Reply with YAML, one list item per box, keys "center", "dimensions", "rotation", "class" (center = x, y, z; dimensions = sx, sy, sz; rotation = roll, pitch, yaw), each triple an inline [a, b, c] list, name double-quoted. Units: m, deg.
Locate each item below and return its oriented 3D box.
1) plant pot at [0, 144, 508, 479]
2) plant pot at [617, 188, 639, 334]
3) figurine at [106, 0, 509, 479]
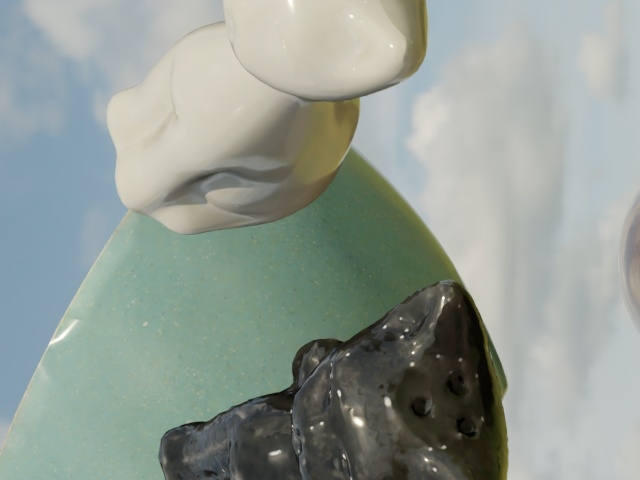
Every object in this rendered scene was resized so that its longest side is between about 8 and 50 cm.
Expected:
- center: [-0.017, 0.088, 0.998]
  dimensions: [0.290, 0.195, 0.290]
  rotation: [-58, -8, -13]
  class: "plant pot"
- center: [0.333, 0.005, 1.526]
  dimensions: [0.230, 0.215, 0.215]
  rotation: [26, -114, -70]
  class: "plant pot"
- center: [0.000, 0.000, 0.615]
  dimensions: [0.209, 0.092, 0.215]
  rotation: [145, 117, -70]
  class: "figurine"
